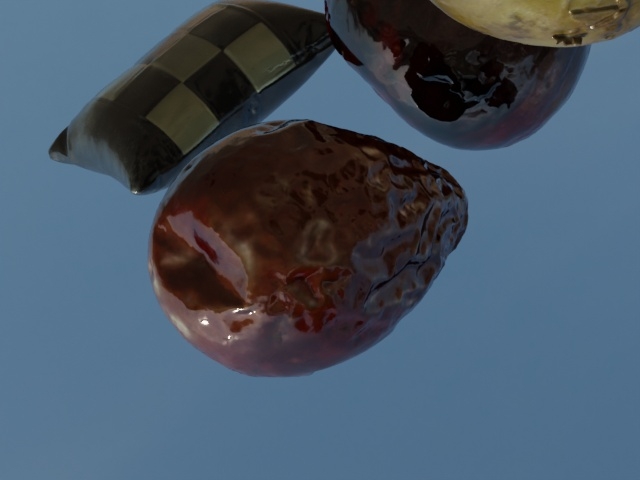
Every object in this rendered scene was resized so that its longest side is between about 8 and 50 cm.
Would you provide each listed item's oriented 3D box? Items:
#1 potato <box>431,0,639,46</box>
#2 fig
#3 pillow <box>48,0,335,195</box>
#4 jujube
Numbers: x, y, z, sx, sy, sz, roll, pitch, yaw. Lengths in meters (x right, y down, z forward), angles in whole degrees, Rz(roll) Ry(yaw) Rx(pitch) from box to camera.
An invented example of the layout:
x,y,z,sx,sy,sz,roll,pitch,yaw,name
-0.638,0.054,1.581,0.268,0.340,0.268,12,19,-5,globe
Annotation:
x,y,z,sx,sy,sz,roll,pitch,yaw,name
0.085,-0.162,0.672,0.137,0.176,0.137,-32,-167,8,potato
0.132,-0.189,1.136,0.249,0.204,0.186,-45,-164,28,fig
-0.113,-0.131,1.392,0.250,0.106,0.186,-41,-149,-16,pillow
0.000,0.000,1.013,0.168,0.168,0.236,23,-156,35,jujube
